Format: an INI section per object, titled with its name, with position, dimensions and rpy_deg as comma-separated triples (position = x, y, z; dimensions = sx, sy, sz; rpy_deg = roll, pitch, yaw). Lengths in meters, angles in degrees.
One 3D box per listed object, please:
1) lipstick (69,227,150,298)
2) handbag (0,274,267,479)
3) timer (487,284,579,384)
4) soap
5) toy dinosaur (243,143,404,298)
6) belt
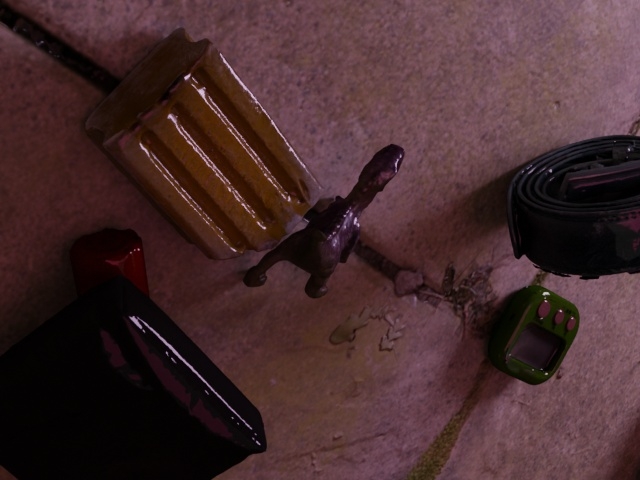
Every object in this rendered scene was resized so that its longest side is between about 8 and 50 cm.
[lipstick]
position = -0.197, 0.124, 1.173
dimensions = 0.073, 0.073, 0.279
rpy_deg = -22, 124, -29
[handbag]
position = -0.201, 0.177, 1.114
dimensions = 0.223, 0.080, 0.247
rpy_deg = -36, 118, 8
[timer]
position = 0.290, 0.129, 1.583
dimensions = 0.140, 0.047, 0.128
rpy_deg = 27, 93, -43
[soap]
position = -0.107, -0.078, 1.138
dimensions = 0.140, 0.073, 0.232
rpy_deg = -47, 133, -8
[toy dinosaur]
position = -0.003, -0.004, 1.204
dimensions = 0.251, 0.072, 0.200
rpy_deg = -31, 164, -52
[belt]
position = 0.344, -0.046, 1.427
dimensions = 0.268, 0.206, 0.116
rpy_deg = -21, 121, -22
